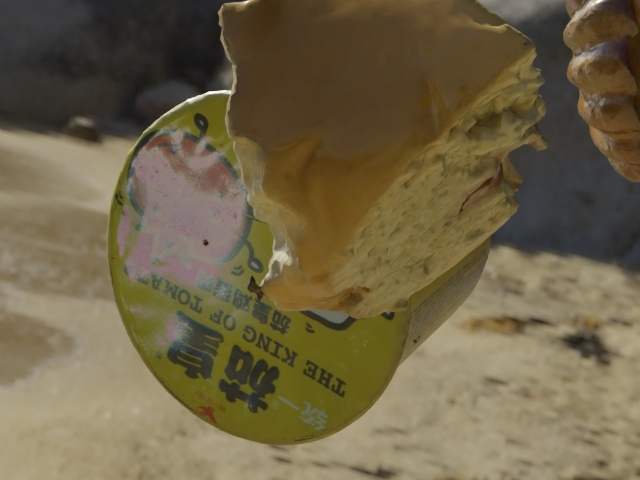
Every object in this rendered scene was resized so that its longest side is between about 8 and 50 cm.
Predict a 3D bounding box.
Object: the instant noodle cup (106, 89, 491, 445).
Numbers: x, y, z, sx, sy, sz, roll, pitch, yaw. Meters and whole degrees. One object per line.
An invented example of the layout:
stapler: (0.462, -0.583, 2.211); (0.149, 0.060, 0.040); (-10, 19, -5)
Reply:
instant noodle cup: (0.000, 0.000, 1.621); (0.326, 0.325, 0.254); (18, 23, 28)

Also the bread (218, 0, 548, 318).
bread: (0.008, -0.069, 1.061); (0.224, 0.211, 0.183); (46, 0, 31)

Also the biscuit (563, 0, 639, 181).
biscuit: (0.346, -0.220, 1.855); (0.107, 0.325, 0.326); (3, -1, 30)
